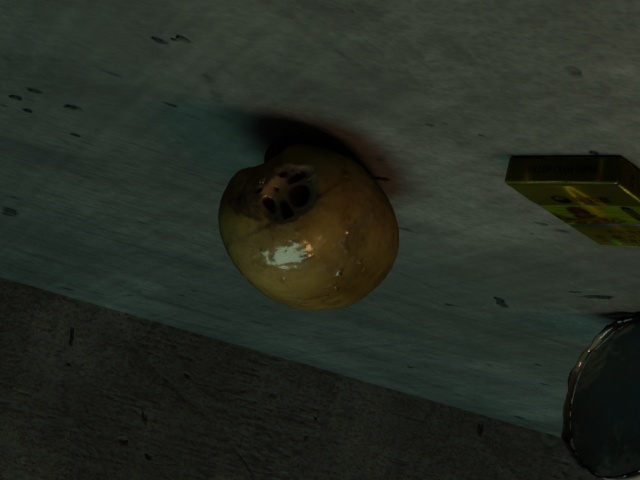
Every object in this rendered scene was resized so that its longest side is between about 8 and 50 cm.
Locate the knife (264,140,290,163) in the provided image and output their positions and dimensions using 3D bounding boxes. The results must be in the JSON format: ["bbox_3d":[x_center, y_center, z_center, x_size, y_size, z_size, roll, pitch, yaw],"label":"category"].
[{"bbox_3d":[-0.048,-0.079,1.519,0.035,0.018,0.247,11,171,-3],"label":"knife"}]

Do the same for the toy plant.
[{"bbox_3d":[0.526,0.257,1.856,0.332,0.247,0.247,24,164,-27],"label":"toy plant"}]

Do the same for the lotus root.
[{"bbox_3d":[0.000,0.000,1.456,0.169,0.152,0.342,-26,160,7],"label":"lotus root"}]

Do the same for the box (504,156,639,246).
[{"bbox_3d":[0.280,-0.035,1.318,0.121,0.030,0.193,2,164,41],"label":"box"}]
